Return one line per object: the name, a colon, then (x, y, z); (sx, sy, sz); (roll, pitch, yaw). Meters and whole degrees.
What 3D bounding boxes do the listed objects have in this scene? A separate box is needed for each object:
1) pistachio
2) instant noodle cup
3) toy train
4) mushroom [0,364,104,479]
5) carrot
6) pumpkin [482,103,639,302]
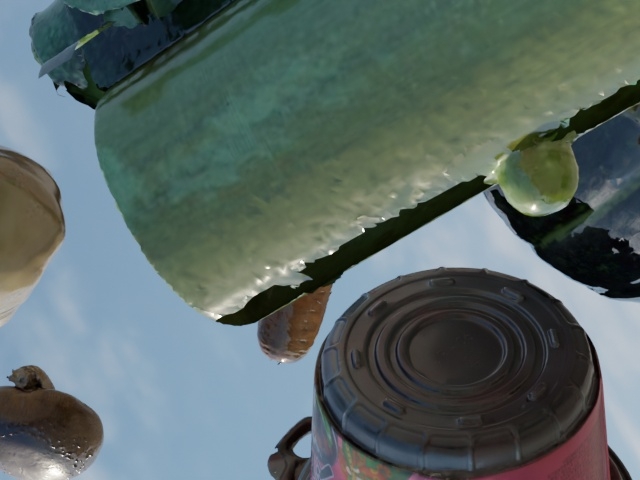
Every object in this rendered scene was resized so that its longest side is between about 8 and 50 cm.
pistachio: (-0.259, -0.002, 1.135); (0.126, 0.223, 0.152); (-77, -29, -46)
instant noodle cup: (0.093, 0.135, 1.237); (0.258, 0.302, 0.181); (-54, -29, -42)
toy train: (0.025, -0.097, 0.590); (0.126, 0.307, 0.189); (19, -132, -51)
mushroom: (-0.262, 0.176, 1.711); (0.127, 0.127, 0.087); (46, -135, -32)
carrot: (0.000, 0.000, 1.649); (0.059, 0.247, 0.059); (20, -165, -6)
pumpkin: (0.221, -0.110, 1.215); (0.323, 0.241, 0.323); (32, -149, -22)
